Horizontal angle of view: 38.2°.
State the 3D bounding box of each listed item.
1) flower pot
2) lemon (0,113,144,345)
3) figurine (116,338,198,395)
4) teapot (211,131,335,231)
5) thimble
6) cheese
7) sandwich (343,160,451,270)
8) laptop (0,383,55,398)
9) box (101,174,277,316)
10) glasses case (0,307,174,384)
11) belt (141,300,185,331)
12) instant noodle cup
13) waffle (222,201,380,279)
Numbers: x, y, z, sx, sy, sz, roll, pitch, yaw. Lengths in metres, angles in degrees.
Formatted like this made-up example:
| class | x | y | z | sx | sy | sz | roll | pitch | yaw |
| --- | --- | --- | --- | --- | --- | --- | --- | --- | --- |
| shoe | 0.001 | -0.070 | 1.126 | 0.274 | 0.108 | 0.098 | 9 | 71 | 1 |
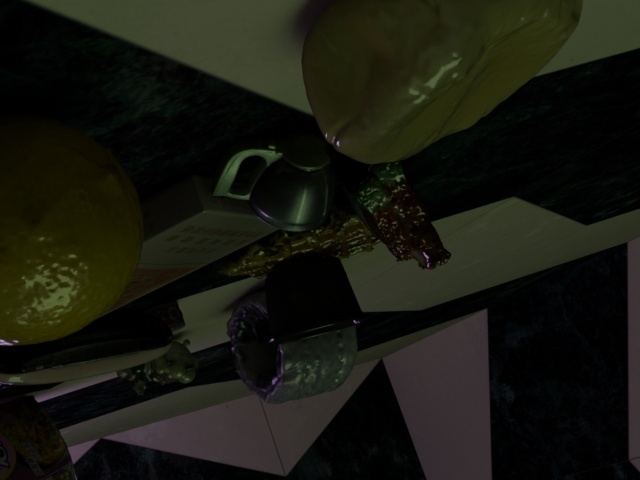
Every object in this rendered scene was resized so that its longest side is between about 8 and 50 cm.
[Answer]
| class | x | y | z | sx | sy | sz | roll | pitch | yaw |
| --- | --- | --- | --- | --- | --- | --- | --- | --- | --- |
| flower pot | -0.016 | 0.086 | 1.362 | 0.157 | 0.107 | 0.157 | -14 | 172 | -2 |
| lemon | -0.235 | -0.004 | 0.716 | 0.203 | 0.178 | 0.178 | -27 | 166 | 22 |
| figurine | -0.328 | 0.260 | 1.857 | 0.197 | 0.093 | 0.147 | -28 | 149 | 33 |
| teapot | -0.038 | -0.065 | 0.963 | 0.124 | 0.092 | 0.091 | -21 | 147 | -35 |
| thimble | -0.058 | 0.183 | 1.698 | 0.157 | 0.217 | 0.245 | -7 | 179 | -31 |
| cheese | 0.101 | -0.156 | 0.741 | 0.214 | 0.117 | 0.226 | -15 | 163 | -46 |
| sandwich | 0.093 | -0.029 | 1.175 | 0.079 | 0.159 | 0.235 | -29 | 180 | 3 |
| laptop | -0.556 | 0.279 | 1.768 | 0.135 | 0.016 | 0.197 | -27 | 166 | 32 |
| box | -0.233 | 0.025 | 1.114 | 0.365 | 0.051 | 0.204 | -25 | 168 | 23 |
| glasses case | -0.348 | 0.146 | 1.306 | 0.122 | 0.075 | 0.314 | 20 | -164 | 38 |
| belt | -0.330 | 0.150 | 1.489 | 0.232 | 0.053 | 0.071 | -13 | 166 | -31 |
| instant noodle cup | -0.647 | 0.475 | 1.812 | 0.266 | 0.340 | 0.340 | -21 | 170 | -34 |
| waffle | -0.001 | -0.002 | 1.357 | 0.291 | 0.051 | 0.291 | -18 | 167 | -4 |
